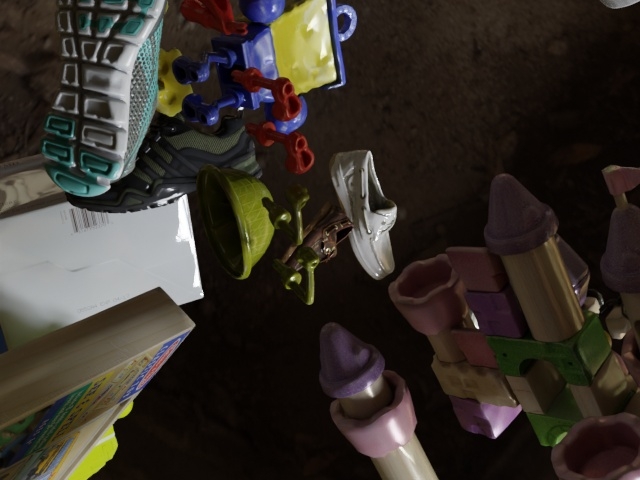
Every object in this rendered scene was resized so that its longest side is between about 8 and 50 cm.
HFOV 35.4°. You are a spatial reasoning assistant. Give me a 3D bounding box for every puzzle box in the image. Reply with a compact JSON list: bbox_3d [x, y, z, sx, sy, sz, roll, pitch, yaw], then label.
[{"bbox_3d":[-0.297,0.220,0.844,0.052,0.272,0.409,45,117,9],"label":"puzzle box"}]

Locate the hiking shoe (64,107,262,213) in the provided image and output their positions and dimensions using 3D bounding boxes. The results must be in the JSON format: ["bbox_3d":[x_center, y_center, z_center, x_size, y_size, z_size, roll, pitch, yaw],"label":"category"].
[{"bbox_3d":[-0.187,-0.097,1.162,0.227,0.086,0.114,-12,96,-11],"label":"hiking shoe"}]

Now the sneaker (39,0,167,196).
[{"bbox_3d":[-0.125,-0.109,0.610,0.065,0.076,0.166,16,94,6],"label":"sneaker"}]

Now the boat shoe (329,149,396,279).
[{"bbox_3d":[0.104,-0.049,1.983,0.096,0.098,0.277,-10,114,26],"label":"boat shoe"}]

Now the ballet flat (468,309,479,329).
[{"bbox_3d":[0.362,0.161,2.115,0.400,0.139,0.139,0,126,-52],"label":"ballet flat"}]

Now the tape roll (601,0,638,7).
[{"bbox_3d":[0.410,-0.456,1.329,0.169,0.246,0.246,36,108,-16],"label":"tape roll"}]

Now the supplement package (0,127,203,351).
[{"bbox_3d":[-0.311,-0.003,1.311,0.262,0.145,0.204,-17,125,-19],"label":"supplement package"}]

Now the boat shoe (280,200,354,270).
[{"bbox_3d":[0.000,0.000,1.708,0.073,0.207,0.073,40,127,1],"label":"boat shoe"}]

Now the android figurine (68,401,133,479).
[{"bbox_3d":[-0.347,0.244,1.254,0.248,0.056,0.273,-27,147,-21],"label":"android figurine"}]

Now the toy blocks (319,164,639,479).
[{"bbox_3d":[0.175,0.048,0.774,0.309,0.288,0.260,-42,117,-32],"label":"toy blocks"}]

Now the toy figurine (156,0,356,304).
[{"bbox_3d":[-0.021,-0.150,0.965,0.217,0.191,0.363,-36,129,-35],"label":"toy figurine"}]
